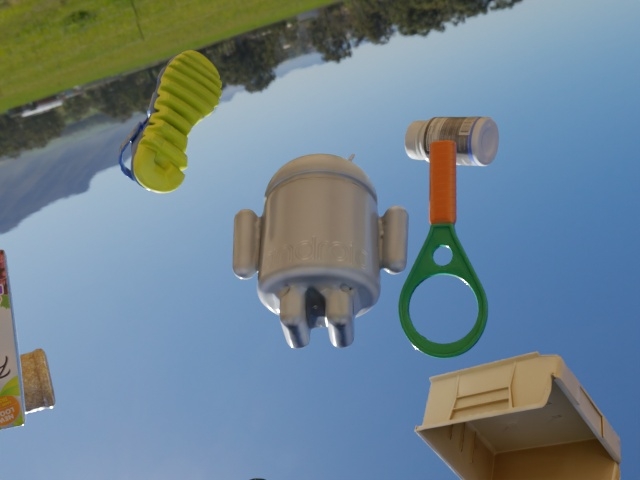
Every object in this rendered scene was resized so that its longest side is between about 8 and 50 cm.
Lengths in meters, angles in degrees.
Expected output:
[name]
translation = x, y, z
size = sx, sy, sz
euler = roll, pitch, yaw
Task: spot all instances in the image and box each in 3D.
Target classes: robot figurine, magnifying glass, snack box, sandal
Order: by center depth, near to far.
[snack box]
translation = -0.291, 0.082, 0.487
size = 0.100, 0.141, 0.037
euler = -7, 171, -24
[magnifying glass]
translation = 0.129, 0.007, 0.663
size = 0.092, 0.231, 0.026
euler = -2, 171, 21
[robot figurine]
translation = 0.000, 0.000, 1.051
size = 0.300, 0.200, 0.353
euler = 0, -122, 1
[sandal]
translation = -0.293, -0.226, 1.183
size = 0.138, 0.126, 0.317
euler = -9, -129, 45

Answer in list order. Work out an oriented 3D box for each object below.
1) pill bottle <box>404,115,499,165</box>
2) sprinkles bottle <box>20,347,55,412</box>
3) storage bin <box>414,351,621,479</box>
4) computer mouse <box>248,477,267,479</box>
[pill bottle]
translation = 0.211, -0.162, 1.019
size = 0.137, 0.078, 0.078
euler = 9, -149, 41
[sprinkles bottle]
translation = -0.683, 0.301, 1.149
size = 0.355, 0.121, 0.121
euler = -12, -167, -25
[storage bin]
translation = 0.357, 0.346, 1.120
size = 0.260, 0.262, 0.123
euler = -24, -152, 36
[computer mouse]
translation = -0.176, 0.546, 1.166
size = 0.242, 0.071, 0.041
euler = -52, -134, -3
